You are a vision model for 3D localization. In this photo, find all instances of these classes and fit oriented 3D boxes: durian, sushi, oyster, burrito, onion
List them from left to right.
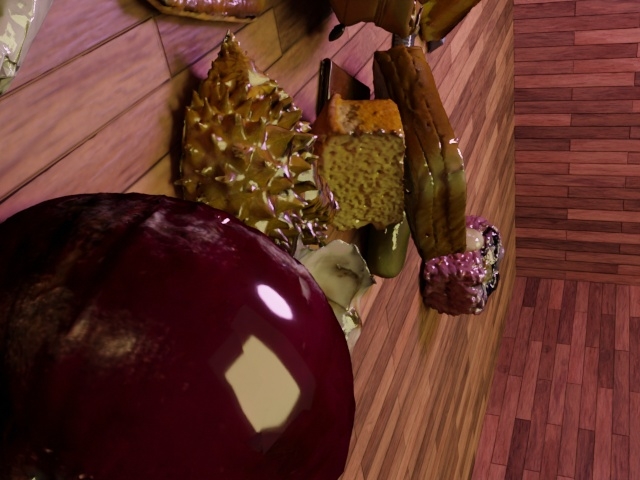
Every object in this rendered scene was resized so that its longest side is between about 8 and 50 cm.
[{"bbox_3d":[-0.206,-0.172,0.450,0.064,0.064,0.203,56,42,-56],"label":"burrito"},{"bbox_3d":[-0.099,0.120,0.514,0.282,0.260,0.337,-59,145,-57],"label":"onion"},{"bbox_3d":[-0.050,-0.055,0.780,0.341,0.112,0.191,61,36,-56],"label":"durian"},{"bbox_3d":[-0.025,0.125,0.838,0.271,0.100,0.275,-51,135,-9],"label":"oyster"},{"bbox_3d":[0.365,0.062,1.735,0.270,0.170,0.237,-56,144,-43],"label":"sushi"}]

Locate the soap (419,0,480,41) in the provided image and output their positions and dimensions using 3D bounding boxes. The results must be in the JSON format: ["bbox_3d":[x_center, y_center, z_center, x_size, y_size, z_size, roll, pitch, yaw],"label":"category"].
[{"bbox_3d":[0.187,-0.555,1.370,0.338,0.304,0.170,147,-51,-67],"label":"soap"}]

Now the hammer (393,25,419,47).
[{"bbox_3d":[0.166,-0.322,1.356,0.158,0.041,0.227,-11,105,-68],"label":"hammer"}]

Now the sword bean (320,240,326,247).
[{"bbox_3d":[0.000,0.000,1.042,0.083,0.012,0.012,57,42,-54],"label":"sword bean"}]

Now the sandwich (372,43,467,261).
[{"bbox_3d":[0.167,-0.154,1.136,0.271,0.099,0.301,77,1,-62],"label":"sandwich"}]

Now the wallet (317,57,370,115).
[{"bbox_3d":[0.042,-0.224,1.088,0.176,0.026,0.095,8,88,-67],"label":"wallet"}]

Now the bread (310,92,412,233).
[{"bbox_3d":[0.061,-0.120,0.981,0.229,0.143,0.140,82,10,-55],"label":"bread"}]

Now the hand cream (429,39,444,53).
[{"bbox_3d":[0.279,-0.530,1.590,0.065,0.043,0.171,166,-67,-71],"label":"hand cream"}]

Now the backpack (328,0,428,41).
[{"bbox_3d":[0.069,-0.451,0.875,0.354,0.201,0.378,-73,165,-61],"label":"backpack"}]

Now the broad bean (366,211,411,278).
[{"bbox_3d":[0.135,-0.017,1.273,0.124,0.082,0.175,35,61,-61],"label":"broad bean"}]

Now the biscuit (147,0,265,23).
[{"bbox_3d":[-0.117,-0.285,0.690,0.247,0.028,0.119,-31,116,-63],"label":"biscuit"}]
